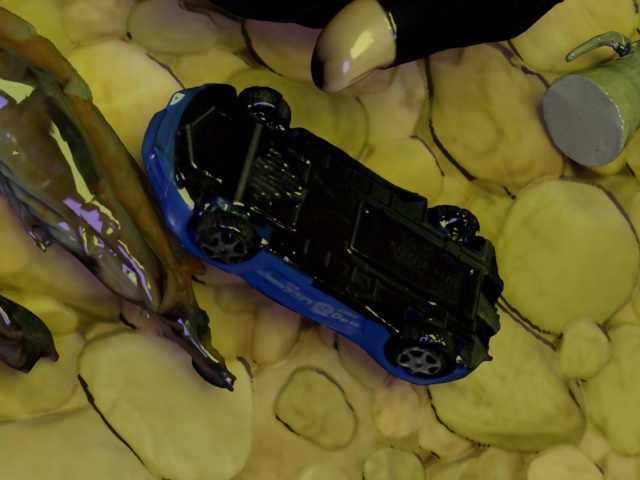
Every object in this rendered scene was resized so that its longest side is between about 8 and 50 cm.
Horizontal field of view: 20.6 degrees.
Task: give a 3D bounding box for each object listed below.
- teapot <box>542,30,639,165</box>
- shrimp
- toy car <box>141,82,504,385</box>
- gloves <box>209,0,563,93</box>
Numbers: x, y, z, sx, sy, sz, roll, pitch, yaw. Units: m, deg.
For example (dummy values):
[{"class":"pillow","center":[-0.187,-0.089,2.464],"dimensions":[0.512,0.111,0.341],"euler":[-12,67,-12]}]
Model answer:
[{"class":"teapot","center":[0.172,-0.087,1.019],"dimensions":[0.083,0.057,0.067],"euler":[-30,92,-34]},{"class":"shrimp","center":[-0.149,-0.008,0.855],"dimensions":[0.145,0.059,0.254],"euler":[-33,90,-24]},{"class":"toy car","center":[0.000,0.000,0.907],"dimensions":[0.216,0.063,0.103],"euler":[30,48,-18]},{"class":"gloves","center":[0.031,-0.173,0.921],"dimensions":[0.301,0.152,0.197],"euler":[-4,69,-50]}]
